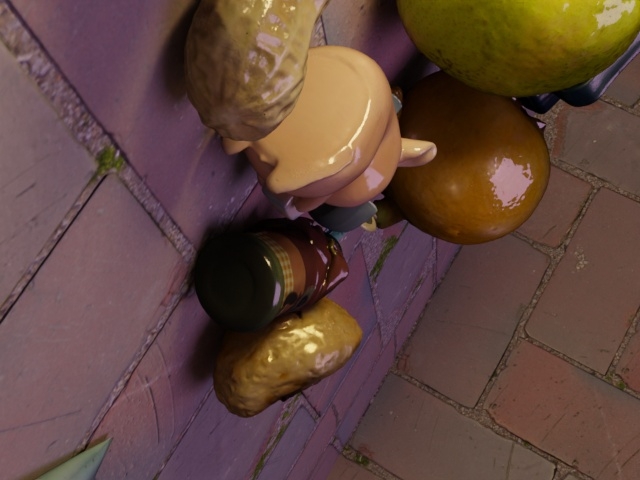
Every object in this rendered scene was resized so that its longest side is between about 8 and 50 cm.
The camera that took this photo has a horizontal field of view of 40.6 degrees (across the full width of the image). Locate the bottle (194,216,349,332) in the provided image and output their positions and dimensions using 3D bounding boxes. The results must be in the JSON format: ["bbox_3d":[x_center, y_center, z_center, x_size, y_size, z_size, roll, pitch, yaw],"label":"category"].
[{"bbox_3d":[-0.048,0.035,1.212,0.271,0.156,0.143,-16,124,-62],"label":"bottle"}]

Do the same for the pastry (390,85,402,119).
[{"bbox_3d":[0.092,-0.210,1.431,0.109,0.057,0.097,-64,159,-3],"label":"pastry"}]

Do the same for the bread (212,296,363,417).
[{"bbox_3d":[-0.063,0.165,1.325,0.244,0.134,0.244,-26,-178,1],"label":"bread"}]

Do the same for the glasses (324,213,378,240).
[{"bbox_3d":[0.026,0.016,1.467,0.220,0.088,0.189,-64,-179,12],"label":"glasses"}]

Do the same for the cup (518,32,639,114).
[{"bbox_3d":[0.434,-0.383,1.541,0.292,0.308,0.242,-47,161,8],"label":"cup"}]

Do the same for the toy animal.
[{"bbox_3d":[0.012,-0.123,1.082,0.213,0.195,0.256,-53,166,-5],"label":"toy animal"}]

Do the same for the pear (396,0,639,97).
[{"bbox_3d":[0.278,-0.377,1.227,0.391,0.391,0.391,-54,162,-26],"label":"pear"}]

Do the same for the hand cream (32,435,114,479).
[{"bbox_3d":[-0.330,0.309,0.992,0.111,0.070,0.312,-66,172,7],"label":"hand cream"}]

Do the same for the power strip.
[{"bbox_3d":[0.046,-0.118,1.300,0.167,0.054,0.253,-33,-146,47],"label":"power strip"}]

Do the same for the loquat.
[{"bbox_3d":[0.242,-0.136,1.585,0.359,0.328,0.328,-35,166,8],"label":"loquat"}]

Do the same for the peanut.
[{"bbox_3d":[-0.049,-0.240,0.834,0.298,0.120,0.136,-68,168,10],"label":"peanut"}]
